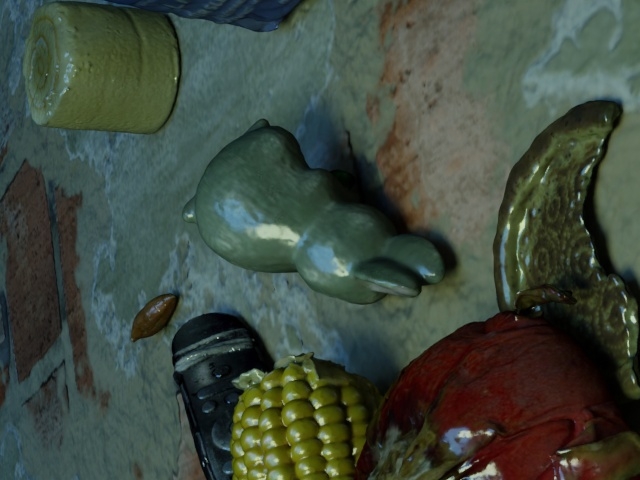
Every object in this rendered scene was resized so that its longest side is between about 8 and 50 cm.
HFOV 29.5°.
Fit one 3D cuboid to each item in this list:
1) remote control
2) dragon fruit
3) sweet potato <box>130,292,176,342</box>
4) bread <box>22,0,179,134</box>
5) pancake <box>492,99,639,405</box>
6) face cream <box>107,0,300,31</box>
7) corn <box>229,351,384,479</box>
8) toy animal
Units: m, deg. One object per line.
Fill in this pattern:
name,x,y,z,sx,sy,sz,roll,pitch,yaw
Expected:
remote control,-0.077,0.159,1.103,0.266,0.090,0.066,-119,20,-55
dragon fruit,0.083,0.159,0.763,0.224,0.148,0.218,-57,47,49
sweet potato,-0.182,0.083,1.341,0.095,0.034,0.034,-41,54,37
bread,-0.247,-0.194,1.356,0.148,0.141,0.134,61,138,39
pancake,0.167,0.015,0.777,0.184,0.020,0.190,-63,39,33
face cream,-0.121,-0.325,1.079,0.249,0.225,0.249,-14,73,57
corn,0.027,0.266,0.886,0.144,0.144,0.387,-46,55,48
toy animal,-0.002,0.003,0.976,0.236,0.138,0.108,44,157,34
